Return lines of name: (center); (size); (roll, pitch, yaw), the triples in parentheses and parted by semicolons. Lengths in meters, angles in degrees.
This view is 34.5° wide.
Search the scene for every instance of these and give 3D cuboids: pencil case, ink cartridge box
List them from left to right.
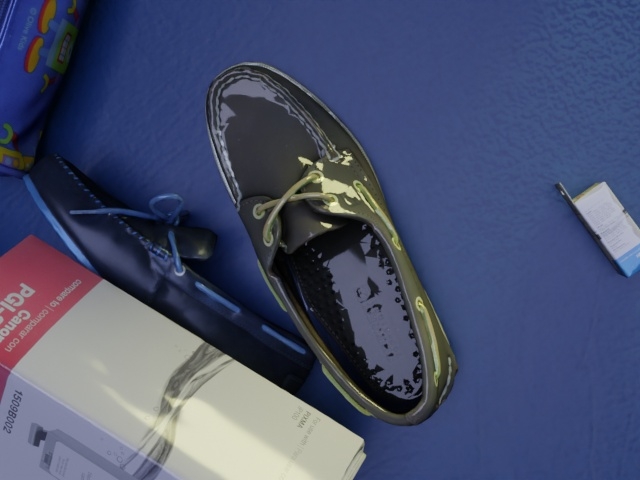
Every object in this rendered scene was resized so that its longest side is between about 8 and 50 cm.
pencil case: (-0.225, -0.198, 0.765); (0.119, 0.133, 0.306); (21, 96, -6)
ink cartridge box: (-0.140, 0.161, 0.730); (0.283, 0.117, 0.207); (31, 128, 6)
ink cartridge box: (0.208, -0.015, 0.752); (0.028, 0.048, 0.083); (-36, 87, 7)

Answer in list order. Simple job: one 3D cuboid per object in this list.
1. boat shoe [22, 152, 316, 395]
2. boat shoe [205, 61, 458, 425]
boat shoe: (-0.109, 0.023, 0.784); (0.089, 0.109, 0.258); (-44, 102, 0)
boat shoe: (0.004, -0.002, 0.759); (0.109, 0.091, 0.305); (-30, 88, 8)
